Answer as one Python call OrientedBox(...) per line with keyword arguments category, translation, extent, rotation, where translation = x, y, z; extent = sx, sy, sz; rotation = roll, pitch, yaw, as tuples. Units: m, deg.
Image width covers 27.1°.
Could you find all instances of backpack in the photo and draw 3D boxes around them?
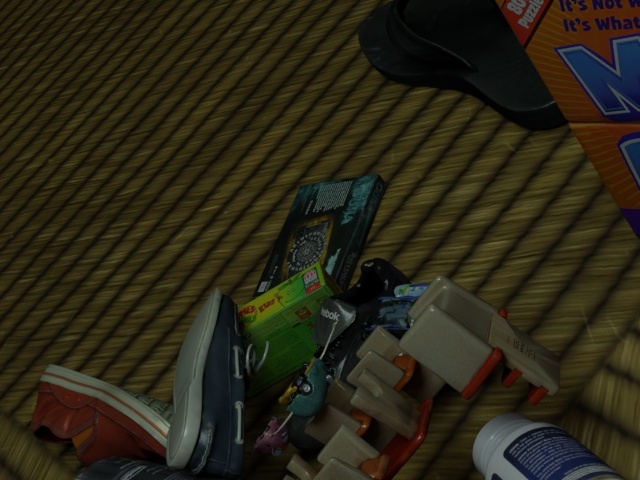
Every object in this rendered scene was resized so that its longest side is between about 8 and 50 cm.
OrientedBox(category="backpack", translation=(0.118, 0.095, 1.369), extent=(0.114, 0.105, 0.084), rotation=(1, 52, 35))

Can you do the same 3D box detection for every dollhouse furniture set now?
OrientedBox(category="dollhouse furniture set", translation=(0.084, 0.174, 1.209), extent=(0.259, 0.135, 0.262), rotation=(-53, 4, 23))

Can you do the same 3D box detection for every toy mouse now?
OrientedBox(category="toy mouse", translation=(-0.025, 0.171, 1.311), extent=(0.161, 0.031, 0.143), rotation=(-54, 3, 16))

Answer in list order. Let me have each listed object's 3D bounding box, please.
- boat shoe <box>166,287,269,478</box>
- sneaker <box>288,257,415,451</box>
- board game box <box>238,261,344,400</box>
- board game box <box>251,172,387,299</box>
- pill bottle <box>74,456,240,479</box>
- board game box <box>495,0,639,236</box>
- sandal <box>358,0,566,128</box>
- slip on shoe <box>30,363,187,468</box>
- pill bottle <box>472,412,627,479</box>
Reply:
OrientedBox(category="boat shoe", translation=(-0.105, 0.146, 1.390), extent=(0.254, 0.079, 0.095), rotation=(-91, 26, -58))
OrientedBox(category="sneaker", translation=(0.023, 0.113, 1.431), extent=(0.078, 0.106, 0.234), rotation=(12, 60, 49))
OrientedBox(category="board game box", translation=(-0.052, 0.108, 1.514), extent=(0.181, 0.092, 0.043), rotation=(-31, 37, 12))
OrientedBox(category="board game box", translation=(0.000, 0.000, 1.643), extent=(0.126, 0.026, 0.186), rotation=(-7, 46, 36))
OrientedBox(category="pill bottle", translation=(-0.142, 0.298, 1.356), extent=(0.246, 0.130, 0.130), rotation=(0, 51, 42))
OrientedBox(category="board game box", translation=(0.445, -0.235, 1.223), extent=(0.356, 0.356, 0.356), rotation=(5, 55, 45))
OrientedBox(category="sandal", translation=(0.188, -0.270, 1.700), extent=(0.167, 0.107, 0.446), rotation=(-46, 36, -10))
OrientedBox(category="slip on shoe", translation=(-0.232, 0.223, 1.544), extent=(0.331, 0.123, 0.101), rotation=(8, 75, 48))
OrientedBox(category="pill bottle", translation=(0.204, 0.217, 1.164), extent=(0.094, 0.094, 0.169), rotation=(-42, 29, -4))
